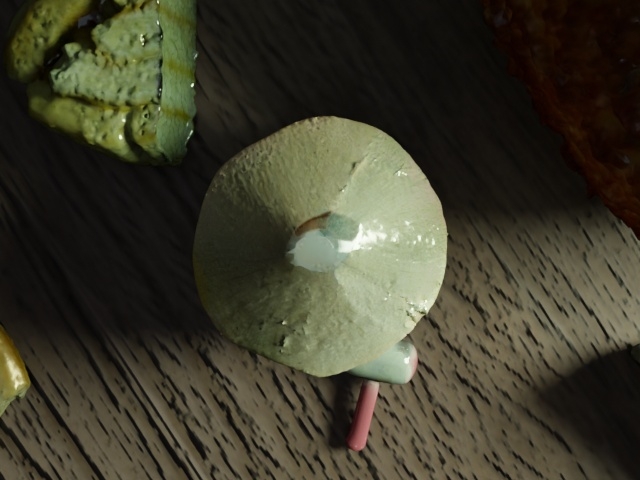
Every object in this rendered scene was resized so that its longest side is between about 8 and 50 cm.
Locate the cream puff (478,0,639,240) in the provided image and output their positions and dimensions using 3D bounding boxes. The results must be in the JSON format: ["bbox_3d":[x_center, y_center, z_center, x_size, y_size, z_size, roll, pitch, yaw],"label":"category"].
[{"bbox_3d":[0.245,-0.146,0.486,0.350,0.229,0.350,2,96,18],"label":"cream puff"}]

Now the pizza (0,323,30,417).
[{"bbox_3d":[-0.324,0.133,0.624,0.181,0.034,0.262,33,94,-3],"label":"pizza"}]

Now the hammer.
[{"bbox_3d":[0.032,0.102,0.622,0.053,0.031,0.083,13,101,3],"label":"hammer"}]

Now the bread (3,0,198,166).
[{"bbox_3d":[-0.134,-0.126,0.577,0.110,0.103,0.156,4,89,12],"label":"bread"}]

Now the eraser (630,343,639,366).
[{"bbox_3d":[0.350,0.172,0.593,0.352,0.089,0.061,40,97,-3],"label":"eraser"}]

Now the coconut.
[{"bbox_3d":[0.000,0.000,0.551,0.147,0.152,0.147,0,95,-2],"label":"coconut"}]
